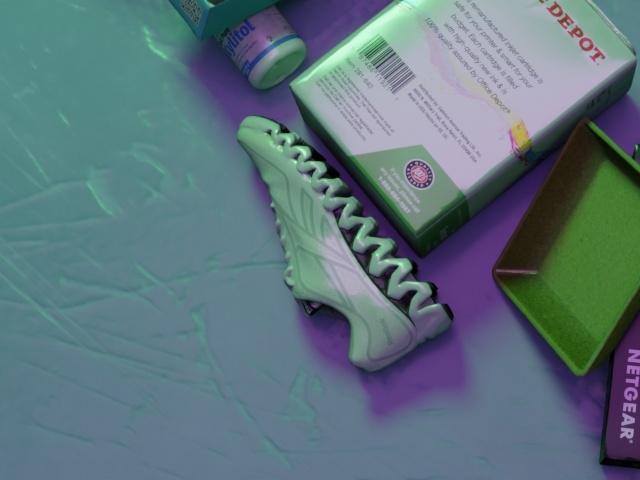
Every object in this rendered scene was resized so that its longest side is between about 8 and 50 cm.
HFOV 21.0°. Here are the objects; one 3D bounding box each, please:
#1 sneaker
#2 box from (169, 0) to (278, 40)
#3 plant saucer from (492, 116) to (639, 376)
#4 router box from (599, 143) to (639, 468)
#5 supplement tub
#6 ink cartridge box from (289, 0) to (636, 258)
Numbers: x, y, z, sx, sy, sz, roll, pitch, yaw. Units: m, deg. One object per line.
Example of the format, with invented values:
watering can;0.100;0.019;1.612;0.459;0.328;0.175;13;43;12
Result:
sneaker;0.000;0.000;1.692;0.118;0.110;0.292;-40;76;6
box;-0.049;-0.301;1.733;0.244;0.060;0.100;-31;74;-27
plant saucer;0.262;0.008;1.623;0.188;0.045;0.188;-62;34;19
router box;0.403;0.075;1.640;0.243;0.081;0.308;6;78;7
supplement tub;-0.070;-0.214;1.759;0.071;0.071;0.107;-38;76;-3
ink cartridge box;0.142;-0.151;1.698;0.278;0.117;0.201;-39;76;-3
